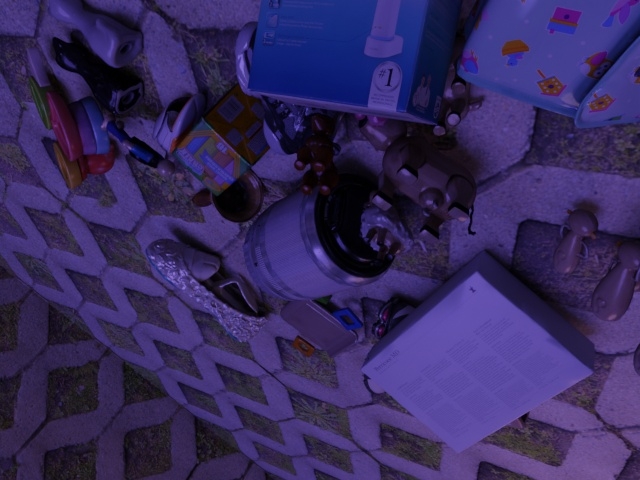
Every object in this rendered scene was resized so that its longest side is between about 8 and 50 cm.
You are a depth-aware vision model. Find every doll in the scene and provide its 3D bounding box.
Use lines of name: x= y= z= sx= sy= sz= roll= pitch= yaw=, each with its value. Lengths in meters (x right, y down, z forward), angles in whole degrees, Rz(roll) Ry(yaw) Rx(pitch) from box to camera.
doll: x=-0.383 y=-0.193 z=1.263 sx=0.189 sy=0.046 sz=0.129 roll=38 pitch=180 yaw=14

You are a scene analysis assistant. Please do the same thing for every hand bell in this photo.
hand bell: x=-0.246 y=-0.099 z=1.388 sx=0.126 sy=0.126 sz=0.242 roll=52 pitch=153 yaw=-23

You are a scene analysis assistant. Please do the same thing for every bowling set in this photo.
bowling set: x=0.512 y=0.049 z=0.904 sx=0.154 sy=0.200 sz=0.287 roll=91 pitch=159 yaw=-45

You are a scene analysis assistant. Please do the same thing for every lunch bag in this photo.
lunch bag: x=0.320 y=-0.255 z=0.673 sx=0.262 sy=0.160 sz=0.223 roll=23 pitch=142 yaw=-3

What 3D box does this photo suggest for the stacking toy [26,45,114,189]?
stacking toy: x=-0.577 y=-0.296 z=1.413 sx=0.309 sy=0.130 sz=0.279 roll=-27 pitch=85 yaw=63

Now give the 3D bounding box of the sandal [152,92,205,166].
sandal: x=-0.319 y=-0.231 z=1.271 sx=0.076 sy=0.102 sz=0.265 roll=37 pitch=148 yaw=-5

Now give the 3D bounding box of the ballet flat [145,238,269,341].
ballet flat: x=-0.297 y=0.118 z=1.675 sx=0.147 sy=0.147 sz=0.409 roll=-16 pitch=124 yaw=48

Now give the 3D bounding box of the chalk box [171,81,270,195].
chalk box: x=-0.194 y=-0.188 z=1.194 sx=0.132 sy=0.132 sz=0.213 roll=44 pitch=145 yaw=-13

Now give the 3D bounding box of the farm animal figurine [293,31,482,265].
farm animal figurine: x=0.144 y=-0.147 z=0.936 sx=0.330 sy=0.172 sz=0.326 roll=-24 pitch=118 yaw=36

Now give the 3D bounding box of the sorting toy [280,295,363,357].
sorting toy: x=-0.002 y=0.219 z=1.598 sx=0.196 sy=0.047 sz=0.347 roll=41 pitch=145 yaw=-2

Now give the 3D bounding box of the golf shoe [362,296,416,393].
golf shoe: x=0.174 y=0.268 z=1.392 sx=0.120 sy=0.105 sz=0.272 roll=24 pitch=124 yaw=25

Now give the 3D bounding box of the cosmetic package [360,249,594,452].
cosmetic package: x=0.304 y=0.239 z=1.214 sx=0.284 sy=0.097 sz=0.377 roll=40 pitch=126 yaw=-2

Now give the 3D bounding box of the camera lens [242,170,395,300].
camera lens: x=0.000 y=0.000 z=1.180 sx=0.219 sy=0.219 sz=0.274 roll=46 pitch=144 yaw=-16

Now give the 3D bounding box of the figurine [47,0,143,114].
figurine: x=-0.475 y=-0.395 z=1.223 sx=0.209 sy=0.092 sz=0.215 roll=34 pitch=145 yaw=7

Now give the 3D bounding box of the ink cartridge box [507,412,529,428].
ink cartridge box: x=0.353 y=0.341 z=1.414 sx=0.235 sy=0.088 sz=0.193 roll=-6 pitch=130 yaw=44

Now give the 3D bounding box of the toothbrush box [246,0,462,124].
toothbrush box: x=0.053 y=-0.306 z=0.720 sx=0.217 sy=0.126 sz=0.295 roll=14 pitch=100 yaw=26

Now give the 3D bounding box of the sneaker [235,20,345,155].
sneaker: x=-0.039 y=-0.252 z=1.024 sx=0.153 sy=0.101 sz=0.268 roll=13 pitch=146 yaw=27
